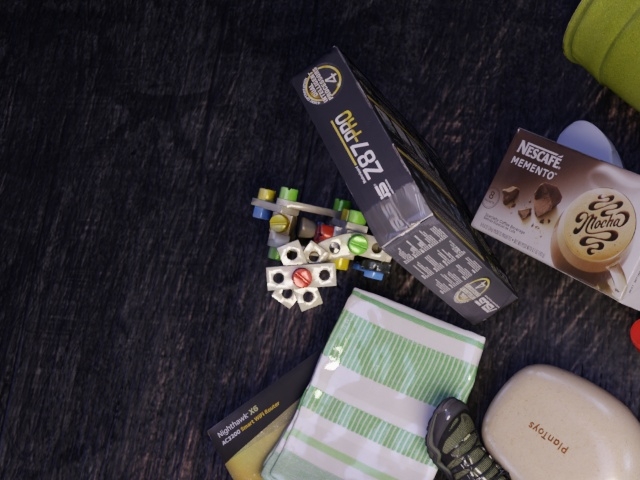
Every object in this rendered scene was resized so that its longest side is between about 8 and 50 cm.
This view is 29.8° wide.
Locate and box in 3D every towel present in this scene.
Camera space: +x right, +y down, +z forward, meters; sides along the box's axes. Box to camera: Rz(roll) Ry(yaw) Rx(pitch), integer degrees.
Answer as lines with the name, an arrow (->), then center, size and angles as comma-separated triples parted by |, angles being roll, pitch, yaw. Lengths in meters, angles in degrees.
towel -> 0.080, 0.249, 1.775 | 0.248, 0.038, 0.324 | 20, 75, 27

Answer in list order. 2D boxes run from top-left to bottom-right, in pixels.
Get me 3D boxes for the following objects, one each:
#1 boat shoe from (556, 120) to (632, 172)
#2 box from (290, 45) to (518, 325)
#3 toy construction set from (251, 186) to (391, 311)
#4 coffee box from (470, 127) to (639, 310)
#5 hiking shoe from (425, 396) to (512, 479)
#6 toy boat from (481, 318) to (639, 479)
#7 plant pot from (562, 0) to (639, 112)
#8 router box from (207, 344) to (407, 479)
boat shoe -> 0.450, -0.052, 1.815 | 0.108, 0.102, 0.301 | -45, 48, 27
box -> 0.133, -0.072, 1.779 | 0.097, 0.395, 0.318 | -35, 60, 11
toy construction set -> 0.000, 0.000, 1.879 | 0.215, 0.327, 0.151 | 14, 107, -8
coffee box -> 0.380, -0.030, 1.712 | 0.297, 0.119, 0.168 | 32, 99, 48
hiking shoe -> 0.223, 0.318, 1.683 | 0.114, 0.226, 0.086 | 10, 38, 43
toy boat -> 0.399, 0.246, 1.696 | 0.318, 0.148, 0.267 | -51, 54, 4
plant pot -> 0.605, -0.268, 1.727 | 0.366, 0.366, 0.353 | -39, 70, 3
router box -> 0.013, 0.309, 1.846 | 0.309, 0.081, 0.243 | -37, 59, 4
